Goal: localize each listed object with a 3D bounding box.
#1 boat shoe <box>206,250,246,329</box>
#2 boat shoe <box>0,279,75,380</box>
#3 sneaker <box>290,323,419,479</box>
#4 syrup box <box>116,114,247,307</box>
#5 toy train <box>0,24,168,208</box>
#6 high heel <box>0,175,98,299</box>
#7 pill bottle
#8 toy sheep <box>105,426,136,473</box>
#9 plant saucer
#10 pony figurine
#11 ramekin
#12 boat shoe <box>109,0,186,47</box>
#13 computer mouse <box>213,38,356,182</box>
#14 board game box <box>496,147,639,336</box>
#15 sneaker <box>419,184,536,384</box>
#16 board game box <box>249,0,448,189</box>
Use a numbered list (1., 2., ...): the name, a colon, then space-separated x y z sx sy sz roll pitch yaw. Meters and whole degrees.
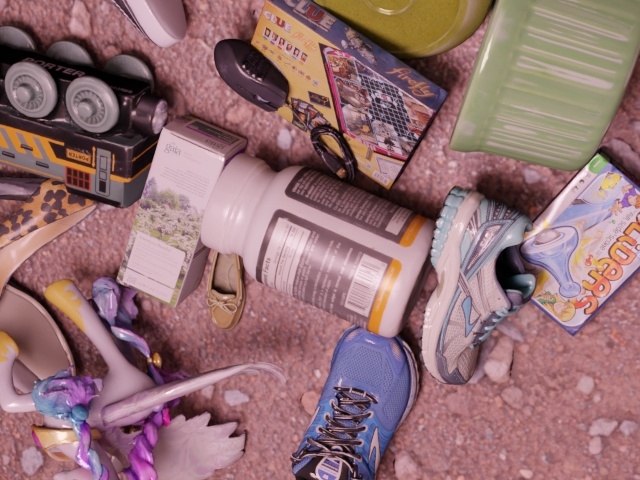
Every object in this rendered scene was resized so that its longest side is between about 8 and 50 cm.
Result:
1. boat shoe: -0.131 0.056 1.581 0.056 0.048 0.153 17 111 12
2. boat shoe: -0.489 0.102 1.701 0.335 0.095 0.112 44 78 -3
3. sneaker: 0.041 0.264 1.532 0.130 0.147 0.330 17 113 11
4. syrup box: -0.187 -0.040 1.543 0.093 0.096 0.237 24 112 8
5. toy train: -0.362 -0.166 1.546 0.334 0.142 0.190 16 120 13
6. high heel: -0.413 0.035 1.602 0.186 0.093 0.261 5 83 8
7. pill bottle: 0.000 0.000 1.461 0.278 0.162 0.162 24 112 11
8. toy sheep: -0.320 0.305 1.701 0.132 0.091 0.091 24 114 30
9. plant saucer: 0.083 -0.301 1.348 0.241 0.037 0.241 11 139 10
10. pony figurine: -0.263 0.218 1.530 0.363 0.351 0.303 54 148 28
11. ramekin: 0.255 -0.221 1.241 0.148 0.303 0.303 18 111 4
12. boat shoe: -0.283 -0.365 1.470 0.102 0.108 0.301 -31 92 24
13. computer mouse: -0.046 -0.157 1.438 0.242 0.041 0.071 44 143 -8
14. board game box: 0.329 0.004 1.423 0.136 0.035 0.201 40 114 3
15. sneaker: 0.197 0.075 1.417 0.122 0.110 0.283 16 127 22
16. board game box: 0.022 -0.187 1.420 0.243 0.042 0.165 35 144 5
